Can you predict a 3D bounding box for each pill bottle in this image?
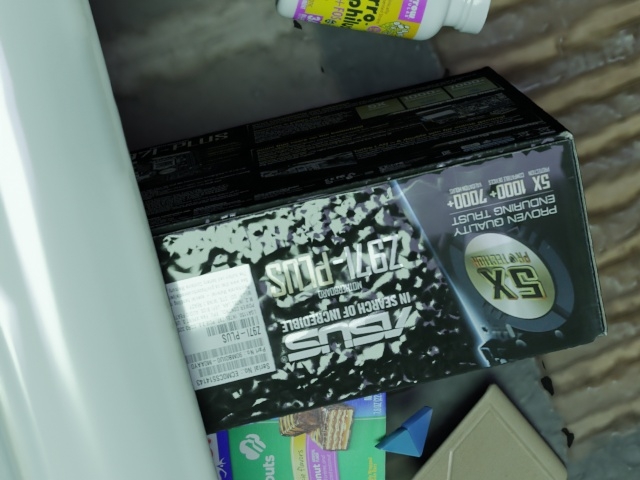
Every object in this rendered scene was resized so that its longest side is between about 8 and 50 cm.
[{"bbox_3d":[0.026,-0.105,0.558,0.083,0.043,0.043,8,105,-7],"label":"pill bottle"}]

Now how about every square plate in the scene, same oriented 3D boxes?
[{"bbox_3d":[-0.206,0.028,0.492,0.344,0.049,0.347,-4,109,27],"label":"square plate"}]

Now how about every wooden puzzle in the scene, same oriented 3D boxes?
[{"bbox_3d":[0.074,0.111,0.625,0.078,0.014,0.116,-43,116,-19],"label":"wooden puzzle"}]

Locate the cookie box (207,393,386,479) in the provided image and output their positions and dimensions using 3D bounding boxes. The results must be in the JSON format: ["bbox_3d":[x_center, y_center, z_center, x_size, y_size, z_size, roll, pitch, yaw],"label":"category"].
[{"bbox_3d":[-0.026,0.098,0.614,0.107,0.040,0.091,-1,107,-4],"label":"cookie box"}]

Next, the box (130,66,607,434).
[{"bbox_3d":[0.000,0.000,0.533,0.180,0.147,0.077,-14,107,-2],"label":"box"}]
